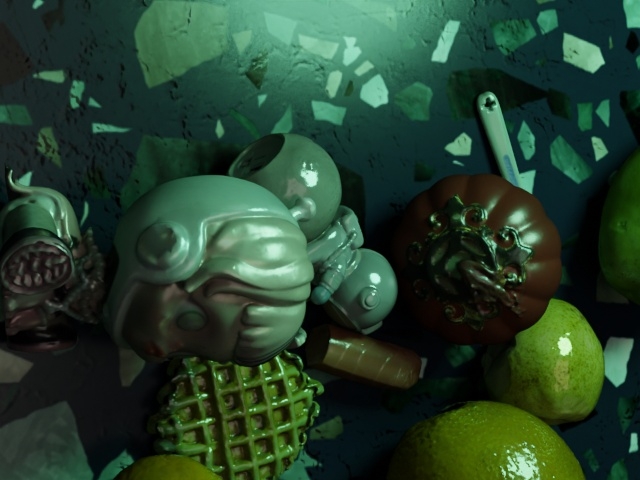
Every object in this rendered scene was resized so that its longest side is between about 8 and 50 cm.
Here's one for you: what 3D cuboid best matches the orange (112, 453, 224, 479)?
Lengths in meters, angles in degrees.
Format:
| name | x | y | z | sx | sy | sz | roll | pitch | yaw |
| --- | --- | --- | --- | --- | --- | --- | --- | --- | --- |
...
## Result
| name | x | y | z | sx | sy | sz | roll | pitch | yaw |
| --- | --- | --- | --- | --- | --- | --- | --- | --- | --- |
| orange | -0.179 | 0.339 | 1.689 | 0.177 | 0.155 | 0.178 | 0 | 66 | 1 |

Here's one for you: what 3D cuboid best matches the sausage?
| name | x | y | z | sx | sy | sz | roll | pitch | yaw |
| --- | --- | --- | --- | --- | --- | --- | --- | --- | --- |
| sausage | 0.064 | 0.157 | 1.880 | 0.169 | 0.065 | 0.065 | 18 | 83 | -28 |

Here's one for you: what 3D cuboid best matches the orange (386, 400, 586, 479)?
| name | x | y | z | sx | sy | sz | roll | pitch | yaw |
| --- | --- | --- | --- | --- | --- | --- | --- | --- | --- |
| orange | 0.212 | 0.338 | 1.858 | 0.274 | 0.274 | 0.274 | -1 | 92 | -30 |

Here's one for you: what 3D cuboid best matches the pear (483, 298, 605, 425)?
| name | x | y | z | sx | sy | sz | roll | pitch | yaw |
| --- | --- | --- | --- | --- | --- | --- | --- | --- | --- |
| pear | 0.302 | 0.165 | 1.959 | 0.178 | 0.178 | 0.178 | -1 | 92 | -30 |

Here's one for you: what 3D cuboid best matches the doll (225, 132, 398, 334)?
| name | x | y | z | sx | sy | sz | roll | pitch | yaw |
| --- | --- | --- | --- | --- | --- | --- | --- | --- | --- |
| doll | 0.000 | 0.000 | 1.798 | 0.151 | 0.151 | 0.287 | -47 | 116 | -20 |

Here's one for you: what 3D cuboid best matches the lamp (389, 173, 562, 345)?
| name | x | y | z | sx | sy | sz | roll | pitch | yaw |
| --- | --- | --- | --- | --- | --- | --- | --- | --- | --- |
| lamp | 0.198 | 0.025 | 1.864 | 0.227 | 0.227 | 0.227 | -1 | 92 | -30 |

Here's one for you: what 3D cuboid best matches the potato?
| name | x | y | z | sx | sy | sz | roll | pitch | yaw |
| --- | --- | --- | --- | --- | --- | --- | --- | --- | --- |
| potato | 0.518 | -0.044 | 2.052 | 0.216 | 0.216 | 0.304 | 36 | 83 | -25 |

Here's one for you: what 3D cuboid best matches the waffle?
| name | x | y | z | sx | sy | sz | roll | pitch | yaw |
| --- | --- | --- | --- | --- | --- | --- | --- | --- | --- |
| waffle | -0.106 | 0.208 | 1.789 | 0.208 | 0.054 | 0.214 | 38 | 77 | -22 |

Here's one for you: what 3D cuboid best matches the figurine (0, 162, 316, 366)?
| name | x | y | z | sx | sy | sz | roll | pitch | yaw |
| --- | --- | --- | --- | --- | --- | --- | --- | --- | --- |
| figurine | -0.181 | 0.026 | 1.599 | 0.361 | 0.253 | 0.211 | 6 | 77 | -6 |

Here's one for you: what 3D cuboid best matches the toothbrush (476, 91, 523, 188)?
| name | x | y | z | sx | sy | sz | roll | pitch | yaw |
| --- | --- | --- | --- | --- | --- | --- | --- | --- | --- |
| toothbrush | 0.285 | -0.024 | 2.021 | 0.040 | 0.040 | 0.386 | -23 | 99 | -27 |
